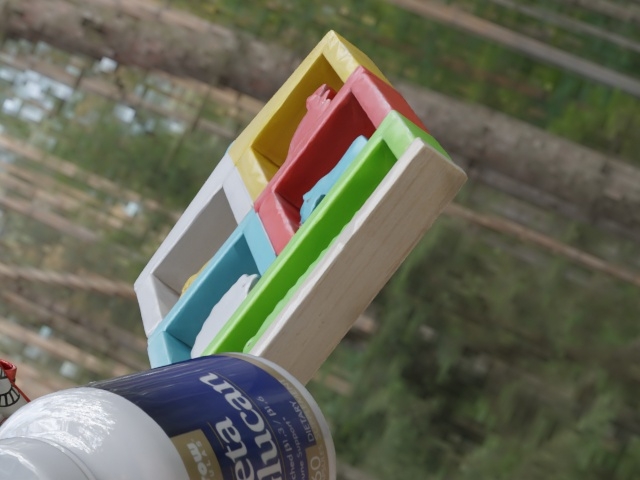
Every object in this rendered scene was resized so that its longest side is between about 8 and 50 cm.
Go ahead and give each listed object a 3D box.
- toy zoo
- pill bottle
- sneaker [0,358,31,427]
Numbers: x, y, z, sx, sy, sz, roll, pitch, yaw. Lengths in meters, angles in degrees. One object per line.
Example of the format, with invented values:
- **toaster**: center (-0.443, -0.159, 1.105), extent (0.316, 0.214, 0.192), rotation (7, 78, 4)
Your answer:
- **toy zoo**: center (-0.025, -0.009, 1.008), extent (0.192, 0.030, 0.293), rotation (-52, 19, 9)
- **pill bottle**: center (-0.072, 0.099, 0.729), extent (0.169, 0.094, 0.094), rotation (-10, -58, -61)
- **sneaker**: center (-0.225, 0.159, 1.100), extent (0.145, 0.090, 0.270), rotation (-17, -72, -21)
